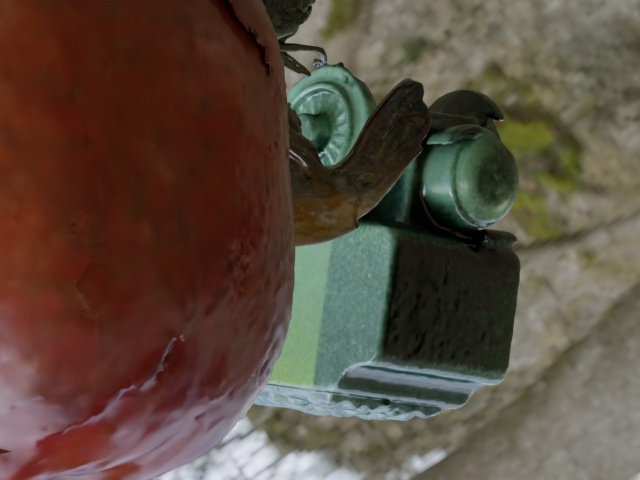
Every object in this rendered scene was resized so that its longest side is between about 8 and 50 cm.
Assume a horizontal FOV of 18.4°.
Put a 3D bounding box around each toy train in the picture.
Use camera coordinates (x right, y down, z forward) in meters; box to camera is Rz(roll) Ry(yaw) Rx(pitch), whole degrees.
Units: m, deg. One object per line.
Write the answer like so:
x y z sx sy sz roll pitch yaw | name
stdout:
0.000 0.000 1.357 0.167 0.299 0.238 11 -96 -41 | toy train

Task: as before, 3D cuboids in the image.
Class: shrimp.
0.001 -0.124 1.128 0.169 0.058 0.296 30 -112 -1 | shrimp

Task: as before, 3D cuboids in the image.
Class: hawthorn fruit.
-0.102 -0.042 0.716 0.211 0.211 0.299 13 -90 -45 | hawthorn fruit
